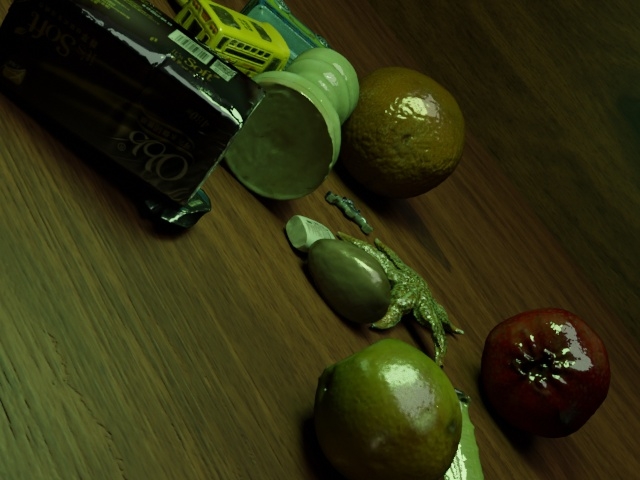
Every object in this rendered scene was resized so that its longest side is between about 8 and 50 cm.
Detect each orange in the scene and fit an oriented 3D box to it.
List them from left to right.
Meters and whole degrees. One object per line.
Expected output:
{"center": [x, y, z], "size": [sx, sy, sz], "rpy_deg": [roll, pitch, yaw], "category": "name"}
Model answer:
{"center": [0.191, -0.266, 1.975], "size": [0.322, 0.322, 0.357], "rpy_deg": [42, 15, -11], "category": "orange"}

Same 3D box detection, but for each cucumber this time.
{"center": [0.194, 0.389, 1.194], "size": [0.105, 0.145, 0.325], "rpy_deg": [1, 39, -5], "category": "cucumber"}

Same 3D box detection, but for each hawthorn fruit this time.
{"center": [0.478, 0.274, 1.687], "size": [0.307, 0.265, 0.265], "rpy_deg": [23, 32, -59], "category": "hawthorn fruit"}

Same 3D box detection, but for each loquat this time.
{"center": [0.106, 0.264, 1.124], "size": [0.213, 0.213, 0.246], "rpy_deg": [2, 53, -59], "category": "loquat"}

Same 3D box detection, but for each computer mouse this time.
{"center": [-0.222, -0.049, 1.244], "size": [0.079, 0.047, 0.135], "rpy_deg": [35, 25, 12], "category": "computer mouse"}

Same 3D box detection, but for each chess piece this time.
{"center": [-0.039, -0.262, 1.656], "size": [0.234, 0.234, 0.442], "rpy_deg": [44, 26, -8], "category": "chess piece"}

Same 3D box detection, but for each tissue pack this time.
{"center": [-0.279, -0.243, 1.219], "size": [0.370, 0.198, 0.210], "rpy_deg": [35, 23, -7], "category": "tissue pack"}

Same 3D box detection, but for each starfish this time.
{"center": [0.168, 0.107, 1.640], "size": [0.358, 0.078, 0.347], "rpy_deg": [45, 26, -4], "category": "starfish"}

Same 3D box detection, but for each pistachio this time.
{"center": [0.053, 0.070, 1.466], "size": [0.185, 0.126, 0.108], "rpy_deg": [48, -18, 7], "category": "pistachio"}

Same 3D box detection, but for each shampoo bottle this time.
{"center": [0.000, 0.000, 1.546], "size": [0.152, 0.045, 0.077], "rpy_deg": [19, 38, -50], "category": "shampoo bottle"}

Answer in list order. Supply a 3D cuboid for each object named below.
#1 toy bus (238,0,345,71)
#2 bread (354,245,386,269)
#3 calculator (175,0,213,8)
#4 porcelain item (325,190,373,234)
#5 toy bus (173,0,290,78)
{"center": [-0.078, -0.467, 2.021], "size": [0.312, 0.152, 0.190], "rpy_deg": [36, 24, -22], "category": "toy bus"}
{"center": [0.079, 0.053, 1.568], "size": [0.083, 0.035, 0.070], "rpy_deg": [36, 48, 17], "category": "bread"}
{"center": [-0.287, -0.557, 1.912], "size": [0.235, 0.032, 0.146], "rpy_deg": [45, 23, 27], "category": "calculator"}
{"center": [0.066, -0.073, 1.806], "size": [0.136, 0.021, 0.075], "rpy_deg": [40, 20, -16], "category": "porcelain item"}
{"center": [-0.182, -0.414, 1.758], "size": [0.144, 0.152, 0.330], "rpy_deg": [54, 24, 20], "category": "toy bus"}
